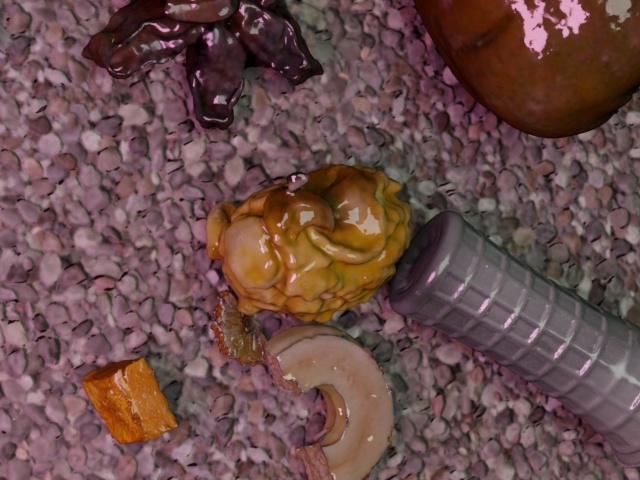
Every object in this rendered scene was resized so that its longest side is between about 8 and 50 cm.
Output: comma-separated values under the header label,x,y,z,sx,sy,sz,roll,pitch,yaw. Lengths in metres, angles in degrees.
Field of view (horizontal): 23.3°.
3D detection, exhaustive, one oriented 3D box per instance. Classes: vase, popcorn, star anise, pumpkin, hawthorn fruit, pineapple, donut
label,x,y,z,sx,sy,sz,roll,pitch,yaw
vase,0.216,0.091,1.512,0.299,0.143,0.143,31,76,-12
popcorn,-0.014,0.006,1.420,0.194,0.163,0.140,-17,84,-54
star anise,-0.110,-0.202,1.412,0.220,0.099,0.214,-13,106,-10
pumpkin,-0.168,0.143,1.388,0.054,0.083,0.074,-32,99,-35
hawthorn fruit,0.209,-0.253,1.469,0.267,0.268,0.301,-35,89,-19
pineapple,-0.078,0.089,1.457,0.045,0.019,0.083,-38,102,-22
donut,0.010,0.151,1.458,0.108,0.065,0.166,-26,99,-29

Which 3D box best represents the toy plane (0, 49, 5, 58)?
label,x,y,z,sx,sy,sz,roll,pitch,yaw
toy plane,-0.348,-0.206,1.326,0.174,0.080,0.174,-18,128,-25
